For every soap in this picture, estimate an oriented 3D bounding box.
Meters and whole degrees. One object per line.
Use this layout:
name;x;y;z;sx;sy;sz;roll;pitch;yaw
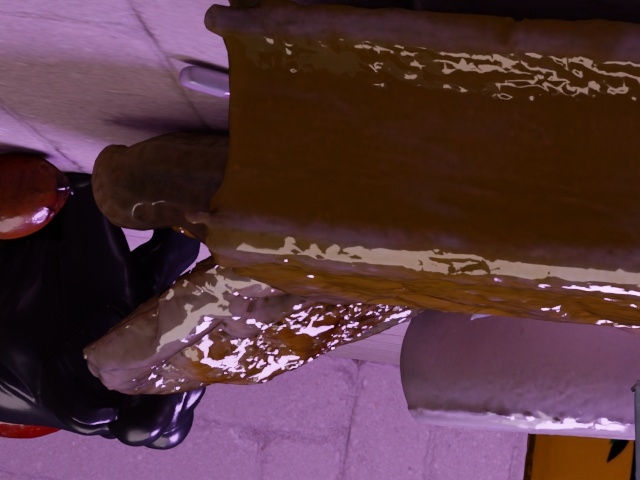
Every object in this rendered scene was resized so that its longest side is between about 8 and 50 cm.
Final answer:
soap;0.133;-0.033;0.929;0.335;0.156;0.293;4;172;15

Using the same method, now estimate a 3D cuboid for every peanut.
peanut;-0.088;-0.040;1.327;0.194;0.093;0.083;1;-146;23

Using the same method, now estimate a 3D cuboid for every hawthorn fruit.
hawthorn fruit;-0.268;-0.041;1.561;0.093;0.081;0.081;-7;170;7

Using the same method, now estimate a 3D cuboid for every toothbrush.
toothbrush;0.031;-0.078;1.179;0.286;0.025;0.020;15;172;-31

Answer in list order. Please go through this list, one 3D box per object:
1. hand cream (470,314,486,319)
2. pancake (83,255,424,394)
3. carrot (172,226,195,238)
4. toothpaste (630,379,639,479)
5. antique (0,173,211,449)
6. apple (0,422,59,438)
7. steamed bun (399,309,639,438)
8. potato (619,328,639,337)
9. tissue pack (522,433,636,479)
hand cream;0.145;0.029;1.271;0.076;0.047;0.174;-37;173;-3
pancake;-0.003;0.047;1.371;0.386;0.082;0.387;-20;169;-4
carrot;0.000;0.000;1.605;0.314;0.066;0.066;8;172;5
toothpaste;0.299;0.064;1.088;0.071;0.089;0.313;17;-146;37
antique;-0.241;0.069;1.695;0.322;0.255;0.185;4;169;13
apple;-0.346;0.096;2.031;0.260;0.260;0.216;9;-159;-4
steamed bun;0.220;0.100;1.673;0.282;0.177;0.283;5;174;0
potato;0.252;0.011;1.253;0.161;0.128;0.235;26;178;5
tissue pack;0.377;0.270;2.001;0.293;0.382;0.228;8;174;1
